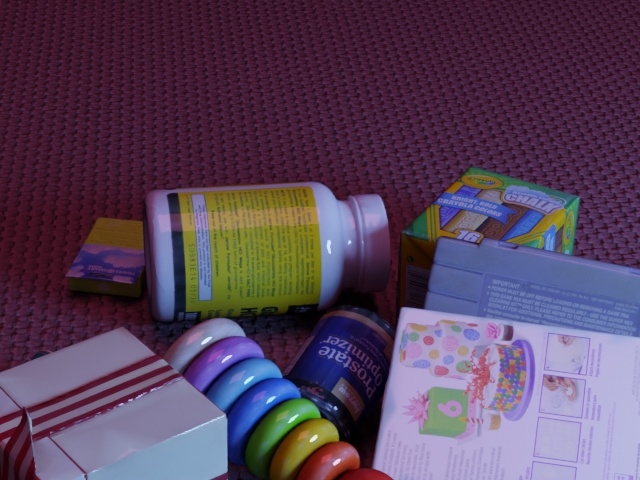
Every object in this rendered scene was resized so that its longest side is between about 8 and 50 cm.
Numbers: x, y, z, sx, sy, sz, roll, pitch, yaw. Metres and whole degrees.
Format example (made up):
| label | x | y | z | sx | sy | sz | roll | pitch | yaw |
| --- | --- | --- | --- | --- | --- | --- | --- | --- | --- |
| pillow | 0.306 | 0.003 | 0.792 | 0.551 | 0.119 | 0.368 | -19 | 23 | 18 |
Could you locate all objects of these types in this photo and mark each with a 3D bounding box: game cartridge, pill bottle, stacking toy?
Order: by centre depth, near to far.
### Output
| label | x | y | z | sx | sy | sz | roll | pitch | yaw |
| --- | --- | --- | --- | --- | --- | --- | --- | --- | --- |
| stacking toy | -0.040 | 0.232 | 1.778 | 0.330 | 0.141 | 0.141 | 38 | 44 | 28 |
| pill bottle | 0.007 | 0.192 | 1.957 | 0.123 | 0.122 | 0.219 | 16 | 46 | 22 |
| game cartridge | 0.301 | 0.132 | 2.000 | 0.355 | 0.230 | 0.068 | 12 | -1 | 17 |
| pill bottle | -0.078 | 0.013 | 2.212 | 0.334 | 0.187 | 0.188 | -3 | 31 | -9 |

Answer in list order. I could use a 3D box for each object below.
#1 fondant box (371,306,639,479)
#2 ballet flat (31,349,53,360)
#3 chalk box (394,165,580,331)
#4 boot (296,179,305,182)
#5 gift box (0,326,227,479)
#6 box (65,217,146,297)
| label | x | y | z | sx | sy | sz | roll | pitch | yaw |
| --- | --- | --- | --- | --- | --- | --- | --- | --- | --- |
| fondant box | 0.238 | 0.223 | 1.865 | 0.330 | 0.096 | 0.238 | 8 | 61 | 7 |
| ballet flat | -0.315 | 0.197 | 2.029 | 0.052 | 0.057 | 0.168 | 11 | 19 | -48 |
| chalk box | 0.252 | 0.021 | 2.229 | 0.179 | 0.180 | 0.289 | 18 | 35 | 25 |
| boot | 0.000 | 0.000 | 2.378 | 0.106 | 0.082 | 0.219 | -38 | 49 | -19 |
| gift box | -0.272 | 0.249 | 1.721 | 0.258 | 0.276 | 0.255 | -22 | 32 | -32 |
| box | -0.302 | 0.028 | 2.314 | 0.109 | 0.042 | 0.178 | 5 | 31 | 7 |
